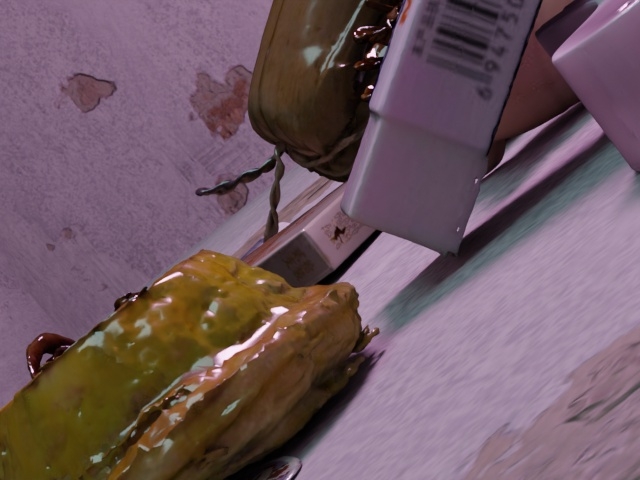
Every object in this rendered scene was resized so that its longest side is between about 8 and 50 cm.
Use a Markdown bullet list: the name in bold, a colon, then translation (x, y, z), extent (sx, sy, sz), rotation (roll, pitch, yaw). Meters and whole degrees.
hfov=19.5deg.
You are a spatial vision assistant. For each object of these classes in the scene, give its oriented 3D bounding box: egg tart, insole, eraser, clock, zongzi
- **egg tart**: translation (-0.099, 0.099, 1.103), extent (0.288, 0.118, 0.288), rotation (-41, 1, 1)
- **insole**: translation (-0.056, 0.143, 1.016), extent (0.065, 0.004, 0.197), rotation (-42, 5, -25)
- **eraser**: translation (0.092, -0.137, 1.184), extent (0.130, 0.086, 0.287), rotation (-76, 5, -87)
- **clock**: translation (0.212, -0.133, 1.076), extent (0.275, 0.080, 0.290), rotation (-42, 4, -27)
- **zongzi**: translation (0.164, -0.190, 1.867), extent (0.218, 0.467, 0.500), rotation (3, 77, 62)

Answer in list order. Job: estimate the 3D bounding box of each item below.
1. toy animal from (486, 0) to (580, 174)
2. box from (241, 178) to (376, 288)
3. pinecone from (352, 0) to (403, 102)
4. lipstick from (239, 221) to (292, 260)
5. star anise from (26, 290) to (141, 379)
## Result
- **toy animal**: translation (0.170, -0.176, 1.389), extent (0.250, 0.166, 0.154), rotation (-46, 49, -7)
- **box**: translation (-0.077, 0.055, 1.725), extent (0.365, 0.051, 0.204), rotation (-36, 4, 36)
- **pinecone**: translation (0.102, -0.150, 1.570), extent (0.163, 0.165, 0.163), rotation (-35, 18, 13)
- **lipstick**: translation (-0.066, 0.028, 1.983), extent (0.040, 0.040, 0.141), rotation (-36, 5, 40)
- **star anise**: translation (-0.182, 0.118, 1.557), extent (0.190, 0.126, 0.220), rotation (-38, 0, -32)
